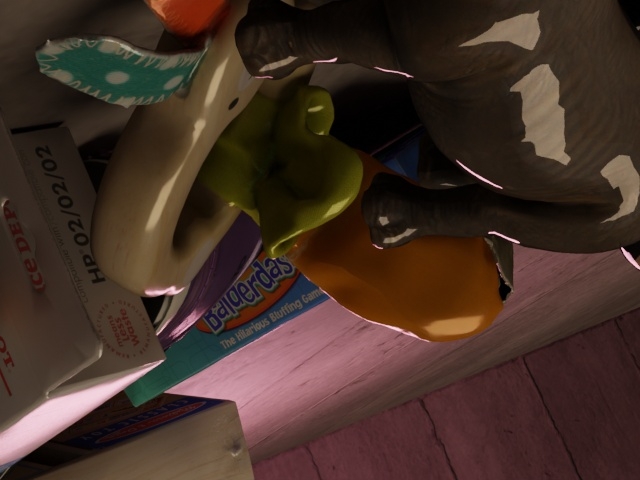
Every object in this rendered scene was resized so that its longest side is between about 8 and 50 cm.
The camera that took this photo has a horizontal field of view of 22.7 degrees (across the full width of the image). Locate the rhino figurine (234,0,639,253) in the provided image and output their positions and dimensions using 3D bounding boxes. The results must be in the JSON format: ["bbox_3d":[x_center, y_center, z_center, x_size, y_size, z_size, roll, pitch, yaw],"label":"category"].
[{"bbox_3d":[0.036,-0.071,0.452,0.106,0.073,0.243,-2,148,29],"label":"rhino figurine"}]

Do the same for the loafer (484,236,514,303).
[{"bbox_3d":[0.087,0.013,1.099,0.094,0.087,0.251,-29,169,22],"label":"loafer"}]

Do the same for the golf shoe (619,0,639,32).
[{"bbox_3d":[0.120,-0.130,0.454,0.077,0.094,0.198,-19,167,-24],"label":"golf shoe"}]

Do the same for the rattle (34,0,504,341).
[{"bbox_3d":[-0.006,-0.025,0.529,0.130,0.143,0.200,-39,167,-19],"label":"rattle"}]

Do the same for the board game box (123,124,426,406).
[{"bbox_3d":[0.000,0.000,0.848,0.210,0.047,0.160,-31,-177,30],"label":"board game box"}]

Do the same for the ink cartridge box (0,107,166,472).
[{"bbox_3d":[-0.129,0.027,0.629,0.061,0.104,0.181,-14,166,-45],"label":"ink cartridge box"}]

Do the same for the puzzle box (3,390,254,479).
[{"bbox_3d":[-0.276,0.167,0.894,0.409,0.052,0.272,-18,-171,-34],"label":"puzzle box"}]

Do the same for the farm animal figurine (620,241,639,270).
[{"bbox_3d":[0.266,-0.021,0.735,0.172,0.327,0.330,-33,156,-26],"label":"farm animal figurine"}]

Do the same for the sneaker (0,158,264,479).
[{"bbox_3d":[-0.132,0.052,0.771,0.283,0.107,0.124,-31,174,32],"label":"sneaker"}]
